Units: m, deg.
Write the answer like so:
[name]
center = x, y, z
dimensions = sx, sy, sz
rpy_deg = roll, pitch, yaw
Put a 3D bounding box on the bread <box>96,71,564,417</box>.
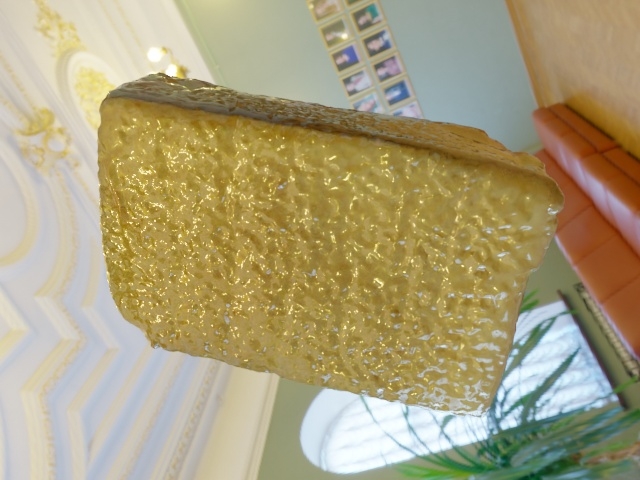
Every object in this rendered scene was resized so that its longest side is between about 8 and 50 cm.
[bread]
center = 0.000, 0.000, 0.402
dimensions = 0.114, 0.274, 0.185
rpy_deg = -62, -18, -63
